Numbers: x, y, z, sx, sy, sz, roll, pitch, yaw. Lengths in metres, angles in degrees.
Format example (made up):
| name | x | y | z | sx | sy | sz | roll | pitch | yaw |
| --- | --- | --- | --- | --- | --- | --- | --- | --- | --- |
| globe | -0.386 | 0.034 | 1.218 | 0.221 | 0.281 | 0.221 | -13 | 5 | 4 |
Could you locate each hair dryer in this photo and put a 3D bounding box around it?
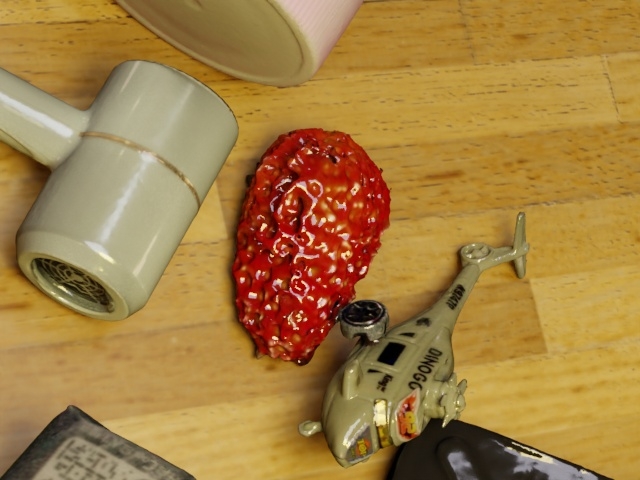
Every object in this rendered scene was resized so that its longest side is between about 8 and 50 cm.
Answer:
| name | x | y | z | sx | sy | sz | roll | pitch | yaw |
| --- | --- | --- | --- | --- | --- | --- | --- | --- | --- |
| hair dryer | -0.252 | -0.095 | 1.398 | 0.357 | 0.107 | 0.173 | 28 | 63 | -1 |

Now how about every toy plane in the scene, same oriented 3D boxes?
| name | x | y | z | sx | sy | sz | roll | pitch | yaw |
| --- | --- | --- | --- | --- | --- | --- | --- | --- | --- |
| toy plane | 0.080 | 0.075 | 1.454 | 0.108 | 0.092 | 0.286 | 8 | 36 | 24 |

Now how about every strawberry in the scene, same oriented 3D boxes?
| name | x | y | z | sx | sy | sz | roll | pitch | yaw |
| --- | --- | --- | --- | --- | --- | --- | --- | --- | --- |
| strawberry | 0.000 | 0.000 | 1.464 | 0.121 | 0.082 | 0.188 | 19 | 64 | -19 |

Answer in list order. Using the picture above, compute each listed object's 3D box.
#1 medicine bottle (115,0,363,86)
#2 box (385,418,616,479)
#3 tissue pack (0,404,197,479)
| name | x | y | z | sx | sy | sz | roll | pitch | yaw |
| --- | --- | --- | --- | --- | --- | --- | --- | --- | --- |
| medicine bottle | -0.016 | -0.304 | 1.462 | 0.256 | 0.256 | 0.325 | 34 | 74 | -9 |
| box | 0.155 | 0.296 | 1.402 | 0.290 | 0.073 | 0.289 | 23 | 67 | 3 |
| tissue pack | -0.167 | 0.325 | 1.204 | 0.288 | 0.124 | 0.394 | 27 | 60 | 20 |
